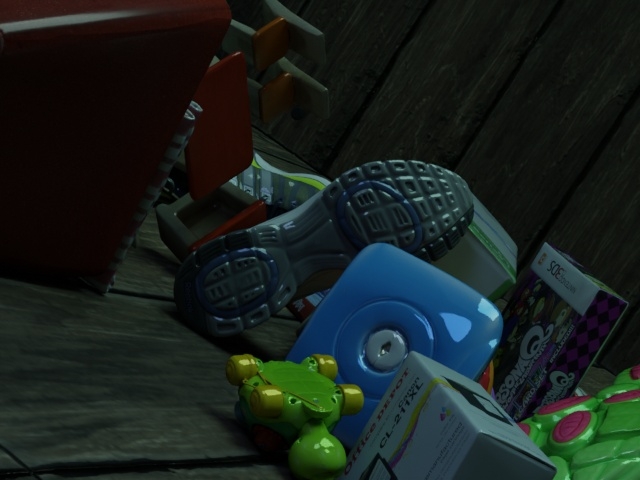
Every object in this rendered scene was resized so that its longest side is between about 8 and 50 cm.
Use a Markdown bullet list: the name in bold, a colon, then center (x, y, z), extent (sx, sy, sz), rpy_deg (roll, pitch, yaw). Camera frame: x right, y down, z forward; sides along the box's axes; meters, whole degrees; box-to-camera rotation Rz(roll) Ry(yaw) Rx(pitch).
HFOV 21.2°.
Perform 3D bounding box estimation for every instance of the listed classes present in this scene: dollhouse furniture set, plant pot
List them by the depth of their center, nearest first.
- **plant pot**: center (-0.276, -0.132, 1.334), extent (0.267, 0.267, 0.235), rpy_deg (35, 19, 16)
- **dollhouse furniture set**: center (-0.099, -0.074, 1.700), extent (0.135, 0.262, 0.259), rpy_deg (38, -31, 31)

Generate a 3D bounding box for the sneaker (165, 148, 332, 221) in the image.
- **sneaker**: center (-0.086, -0.042, 2.077), extent (0.300, 0.111, 0.121), rpy_deg (27, 30, 29)

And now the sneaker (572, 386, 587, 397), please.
- **sneaker**: center (0.316, 0.245, 1.954), extent (0.092, 0.088, 0.225), rpy_deg (15, 31, -38)

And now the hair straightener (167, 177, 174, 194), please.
- **hair straightener**: center (-0.245, -0.115, 2.054), extent (0.230, 0.047, 0.089), rpy_deg (32, 29, 33)

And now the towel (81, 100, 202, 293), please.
- **towel**: center (-0.194, -0.069, 1.460), extent (0.144, 0.197, 0.029), rpy_deg (37, 25, 16)

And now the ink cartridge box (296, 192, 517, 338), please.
- **ink cartridge box**: center (0.099, 0.049, 1.799), extent (0.117, 0.201, 0.278), rpy_deg (47, 10, 0)

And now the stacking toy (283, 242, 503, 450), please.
- **stacking toy**: center (0.100, 0.146, 1.597), extent (0.165, 0.175, 0.302), rpy_deg (31, -9, 26)

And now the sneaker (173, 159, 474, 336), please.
- **sneaker**: center (0.000, 0.000, 1.620), extent (0.129, 0.297, 0.111), rpy_deg (177, -106, -84)

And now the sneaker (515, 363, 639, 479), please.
- **sneaker**: center (0.304, 0.230, 1.578), extent (0.185, 0.202, 0.482), rpy_deg (-11, 0, 35)

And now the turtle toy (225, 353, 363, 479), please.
- **turtle toy**: center (-0.019, 0.137, 1.319), extent (0.095, 0.066, 0.130), rpy_deg (2, 24, -28)

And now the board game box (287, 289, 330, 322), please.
- **board game box**: center (-0.010, 0.064, 2.071), extent (0.145, 0.027, 0.281), rpy_deg (27, 8, -29)

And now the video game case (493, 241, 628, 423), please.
- **video game case**: center (0.210, 0.128, 1.747), extent (0.041, 0.232, 0.210), rpy_deg (29, 8, -12)

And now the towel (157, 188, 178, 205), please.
- **towel**: center (-0.278, -0.117, 2.160), extent (0.237, 0.021, 0.102), rpy_deg (37, 8, 28)

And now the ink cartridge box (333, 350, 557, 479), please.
- **ink cartridge box**: center (0.087, 0.175, 1.273), extent (0.072, 0.127, 0.175), rpy_deg (28, 7, -19)

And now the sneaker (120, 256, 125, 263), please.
- **sneaker**: center (-0.240, -0.032, 1.606), extent (0.152, 0.061, 0.054), rpy_deg (52, 0, 4)
